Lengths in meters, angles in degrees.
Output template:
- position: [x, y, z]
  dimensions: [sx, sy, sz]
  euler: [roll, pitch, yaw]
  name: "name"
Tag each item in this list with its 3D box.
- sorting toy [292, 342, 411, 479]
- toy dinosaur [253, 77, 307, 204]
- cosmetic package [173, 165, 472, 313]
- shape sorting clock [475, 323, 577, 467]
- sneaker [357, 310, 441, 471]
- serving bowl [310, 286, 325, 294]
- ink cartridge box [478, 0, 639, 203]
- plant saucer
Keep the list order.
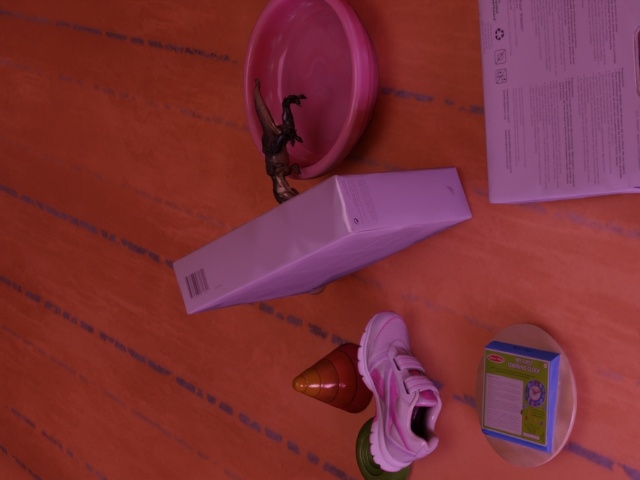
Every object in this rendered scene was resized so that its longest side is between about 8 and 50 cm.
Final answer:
- position: [0.053, 0.333, 2.152]
  dimensions: [0.127, 0.126, 0.366]
  euler: [-53, 51, 39]
  name: "sorting toy"
- position: [-0.067, -0.180, 2.206]
  dimensions: [0.118, 0.064, 0.268]
  euler: [-42, 56, 53]
  name: "toy dinosaur"
- position: [0.000, 0.000, 2.028]
  dimensions: [0.377, 0.284, 0.098]
  euler: [-26, 75, 40]
  name: "cosmetic package"
- position: [0.295, 0.223, 1.898]
  dimensions: [0.206, 0.040, 0.206]
  euler: [3, 94, 56]
  name: "shape sorting clock"
- position: [0.136, 0.232, 2.070]
  dimensions: [0.111, 0.103, 0.252]
  euler: [-16, 80, 42]
  name: "sneaker"
- position: [-0.021, 0.054, 2.316]
  dimensions: [0.083, 0.027, 0.083]
  euler: [2, 92, 52]
  name: "serving bowl"
- position: [0.355, -0.220, 1.778]
  dimensions: [0.330, 0.071, 0.324]
  euler: [-4, 88, 50]
  name: "ink cartridge box"
- position: [-0.010, -0.269, 2.241]
  dimensions: [0.332, 0.084, 0.332]
  euler: [5, 96, 53]
  name: "plant saucer"
